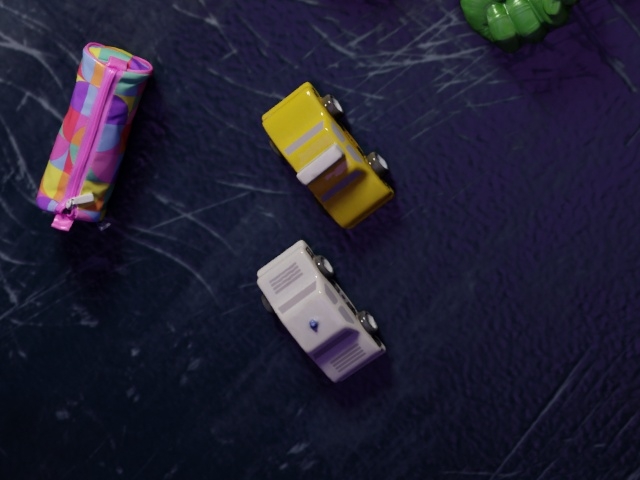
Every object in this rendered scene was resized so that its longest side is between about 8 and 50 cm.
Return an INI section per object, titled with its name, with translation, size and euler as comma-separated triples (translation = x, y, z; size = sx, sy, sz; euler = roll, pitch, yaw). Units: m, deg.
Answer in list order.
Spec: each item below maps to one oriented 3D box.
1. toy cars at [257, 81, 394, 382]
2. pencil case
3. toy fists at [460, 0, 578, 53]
[toy cars]
translation = 0.000, 0.000, 1.804
size = 0.176, 0.087, 0.394
euler = 5, 104, 10
[pencil case]
translation = -0.292, -0.133, 1.823
size = 0.104, 0.104, 0.236
euler = 21, 105, 5
[toy fists]
translation = 0.277, -0.350, 1.666
size = 0.142, 0.096, 0.279
euler = 38, 105, -1
